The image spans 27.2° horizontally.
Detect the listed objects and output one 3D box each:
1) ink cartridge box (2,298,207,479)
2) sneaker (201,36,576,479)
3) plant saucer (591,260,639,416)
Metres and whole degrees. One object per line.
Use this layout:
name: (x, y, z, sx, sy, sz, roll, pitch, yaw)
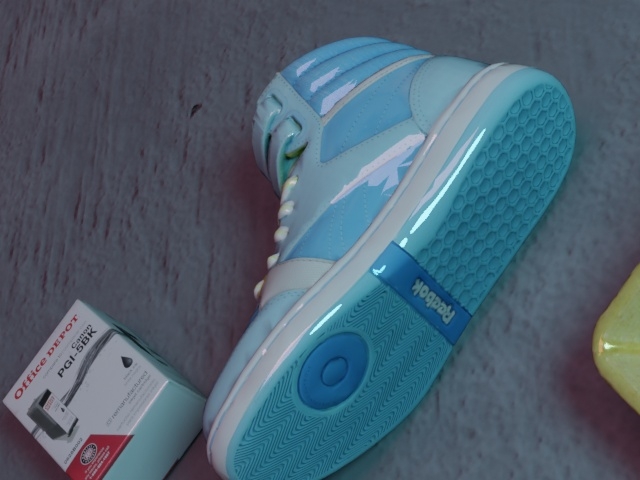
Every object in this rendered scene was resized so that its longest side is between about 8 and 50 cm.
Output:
ink cartridge box: (-0.154, 0.118, 0.948, 0.135, 0.056, 0.099, 32, 85, 45)
sneaker: (0.000, 0.000, 0.861, 0.208, 0.127, 0.319, 29, 72, 43)
plant saucer: (0.324, 0.024, 0.576, 0.332, 0.081, 0.333, -58, 43, 17)
